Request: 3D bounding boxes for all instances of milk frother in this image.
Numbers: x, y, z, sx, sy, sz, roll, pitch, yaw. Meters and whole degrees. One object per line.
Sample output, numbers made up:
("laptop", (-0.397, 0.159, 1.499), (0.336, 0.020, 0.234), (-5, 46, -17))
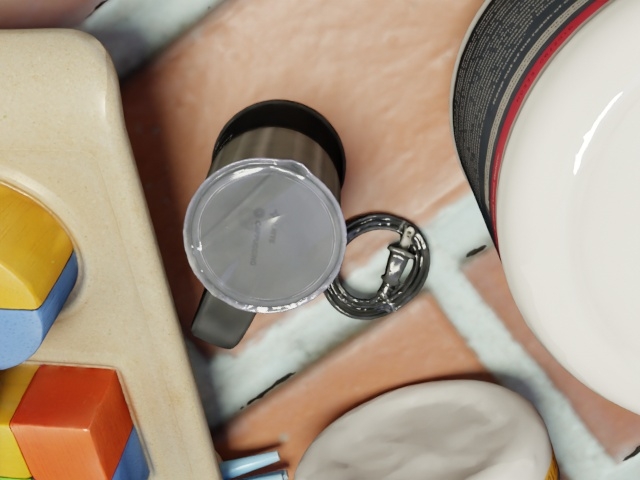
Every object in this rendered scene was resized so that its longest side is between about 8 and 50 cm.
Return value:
("milk frother", (0.000, 0.000, 0.596), (0.143, 0.134, 0.129), (7, 111, -1))

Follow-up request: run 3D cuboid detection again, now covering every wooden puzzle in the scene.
("wooden puzzle", (-0.236, 0.059, 0.585), (0.322, 0.080, 0.347), (2, 125, 13))

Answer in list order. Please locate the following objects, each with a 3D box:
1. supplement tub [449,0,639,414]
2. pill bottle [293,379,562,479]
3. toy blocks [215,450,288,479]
("supplement tub", (0.163, -0.052, 0.500), (0.191, 0.272, 0.191), (0, 110, 1))
("pill bottle", (0.096, 0.243, 0.669), (0.162, 0.162, 0.278), (-16, 109, 7))
("toy blocks", (-0.084, 0.205, 0.716), (0.148, 0.054, 0.123), (-17, 108, 7))
